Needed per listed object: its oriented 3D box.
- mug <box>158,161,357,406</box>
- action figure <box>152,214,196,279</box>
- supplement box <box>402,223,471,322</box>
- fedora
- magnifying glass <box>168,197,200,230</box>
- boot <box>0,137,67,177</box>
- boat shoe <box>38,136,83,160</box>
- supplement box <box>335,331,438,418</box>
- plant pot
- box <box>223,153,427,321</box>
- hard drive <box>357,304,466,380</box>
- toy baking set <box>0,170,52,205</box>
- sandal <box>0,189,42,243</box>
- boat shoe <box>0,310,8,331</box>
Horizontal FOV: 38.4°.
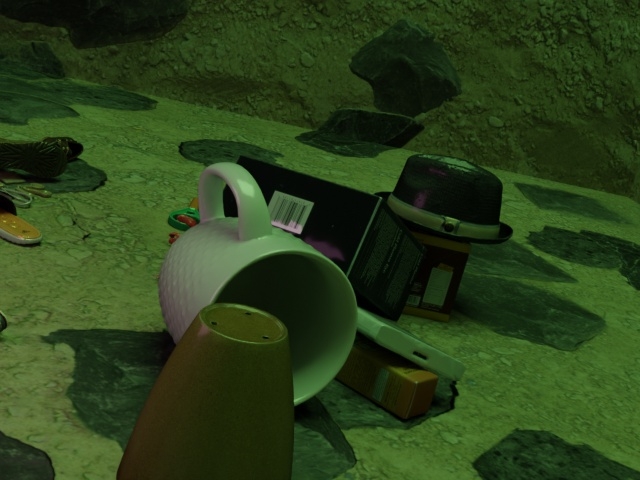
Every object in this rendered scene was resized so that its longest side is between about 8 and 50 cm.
[{"bbox_3d":[-0.137,0.053,1.545,0.276,0.374,0.328,-14,23,-24],"label":"mug"},{"bbox_3d":[-0.302,0.021,1.980,0.139,0.092,0.280,13,15,-29],"label":"action figure"},{"bbox_3d":[0.218,0.058,2.108,0.191,0.194,0.129,12,17,-8],"label":"supplement box"},{"bbox_3d":[0.295,-0.110,2.113,0.334,0.153,0.334,14,15,-4],"label":"fedora"},{"bbox_3d":[-0.330,-0.069,2.343,0.092,0.026,0.231,14,16,-3],"label":"magnifying glass"},{"bbox_3d":[-0.814,-0.239,2.354,0.269,0.089,0.236,19,6,42],"label":"boot"},{"bbox_3d":[-0.711,-0.247,2.504,0.073,0.073,0.207,14,17,4],"label":"boat shoe"},{"bbox_3d":[0.093,0.232,1.661,0.233,0.080,0.078,24,17,36],"label":"supplement box"},{"bbox_3d":[-0.129,0.222,1.214,0.237,0.254,0.237,13,18,-5],"label":"plant pot"},{"bbox_3d":[0.000,0.000,1.900,0.343,0.179,0.312,19,-10,29],"label":"box"},{"bbox_3d":[0.116,0.170,1.745,0.203,0.040,0.307,28,-2,-26],"label":"hard drive"},{"bbox_3d":[-0.752,-0.130,2.176,0.196,0.030,0.256,16,17,5],"label":"toy baking set"},{"bbox_3d":[-0.687,-0.070,1.964,0.265,0.076,0.102,23,19,25],"label":"sandal"},{"bbox_3d":[-0.576,0.124,1.496,0.137,0.049,0.043,15,20,10],"label":"boat shoe"}]
